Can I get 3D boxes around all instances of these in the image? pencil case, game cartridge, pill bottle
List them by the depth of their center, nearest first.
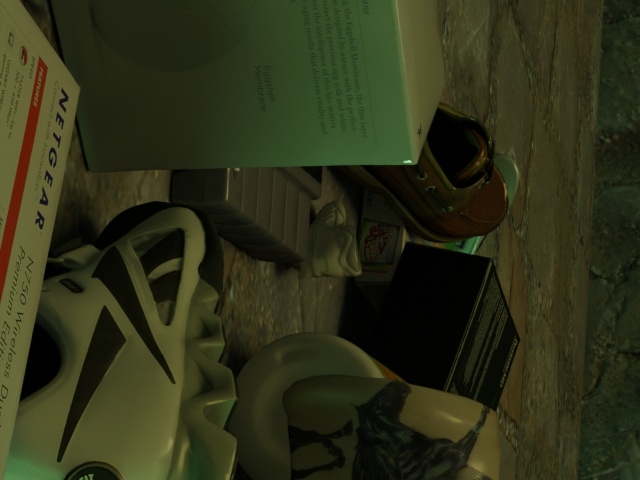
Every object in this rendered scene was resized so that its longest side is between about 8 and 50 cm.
[{"bbox_3d":[0.042,0.290,1.260,0.183,0.160,0.410,130,-35,-65],"label":"pencil case"},{"bbox_3d":[-0.047,-0.175,1.478,0.230,0.068,0.355,31,60,-67],"label":"game cartridge"},{"bbox_3d":[0.019,0.165,1.553,0.246,0.136,0.136,41,50,-69],"label":"pill bottle"}]

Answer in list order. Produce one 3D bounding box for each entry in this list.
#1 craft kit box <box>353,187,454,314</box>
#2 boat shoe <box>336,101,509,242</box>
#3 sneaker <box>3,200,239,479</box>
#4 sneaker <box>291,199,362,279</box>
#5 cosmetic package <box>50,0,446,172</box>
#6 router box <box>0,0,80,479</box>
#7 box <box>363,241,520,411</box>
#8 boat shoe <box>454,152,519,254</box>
[{"bbox_3d":[0.099,-0.029,1.992,0.250,0.061,0.246,51,44,-65],"label":"craft kit box"},{"bbox_3d":[0.126,-0.071,1.830,0.307,0.104,0.110,22,64,-54],"label":"boat shoe"},{"bbox_3d":[-0.137,0.049,1.056,0.330,0.146,0.122,-111,-140,-66],"label":"sneaker"},{"bbox_3d":[0.000,0.000,1.653,0.152,0.061,0.053,-106,-176,-77],"label":"sneaker"},{"bbox_3d":[-0.046,-0.173,1.171,0.138,0.225,0.224,-64,151,-56],"label":"cosmetic package"},{"bbox_3d":[-0.224,-0.001,0.804,0.301,0.082,0.335,62,32,-59],"label":"router box"},{"bbox_3d":[0.105,0.162,1.827,0.261,0.103,0.184,-67,153,-24],"label":"box"},{"bbox_3d":[0.181,-0.037,2.177,0.183,0.065,0.083,-62,-176,25],"label":"boat shoe"}]
